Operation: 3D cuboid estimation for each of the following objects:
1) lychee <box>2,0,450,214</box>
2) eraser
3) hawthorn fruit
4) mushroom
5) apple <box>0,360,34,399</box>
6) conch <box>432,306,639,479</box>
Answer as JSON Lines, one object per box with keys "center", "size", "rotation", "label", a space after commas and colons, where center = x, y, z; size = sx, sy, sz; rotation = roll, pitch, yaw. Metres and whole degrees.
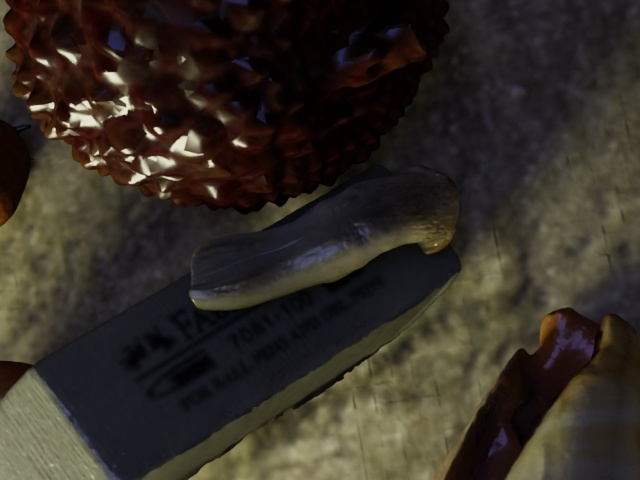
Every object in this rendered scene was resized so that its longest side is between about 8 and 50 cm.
{"center": [-0.064, -0.169, 1.194], "size": [0.330, 0.306, 0.306], "rotation": [25, 86, 37], "label": "lychee"}
{"center": [-0.068, 0.079, 1.205], "size": [0.352, 0.077, 0.111], "rotation": [-31, 75, -23], "label": "eraser"}
{"center": [-0.262, -0.056, 1.331], "size": [0.081, 0.081, 0.093], "rotation": [22, 57, 15], "label": "hawthorn fruit"}
{"center": [0.001, 0.003, 1.191], "size": [0.202, 0.054, 0.059], "rotation": [-21, 62, -14], "label": "mushroom"}
{"center": [-0.231, 0.159, 1.254], "size": [0.146, 0.131, 0.146], "rotation": [-4, 75, 13], "label": "apple"}
{"center": [0.170, 0.180, 1.185], "size": [0.158, 0.127, 0.255], "rotation": [6, 56, 42], "label": "conch"}
